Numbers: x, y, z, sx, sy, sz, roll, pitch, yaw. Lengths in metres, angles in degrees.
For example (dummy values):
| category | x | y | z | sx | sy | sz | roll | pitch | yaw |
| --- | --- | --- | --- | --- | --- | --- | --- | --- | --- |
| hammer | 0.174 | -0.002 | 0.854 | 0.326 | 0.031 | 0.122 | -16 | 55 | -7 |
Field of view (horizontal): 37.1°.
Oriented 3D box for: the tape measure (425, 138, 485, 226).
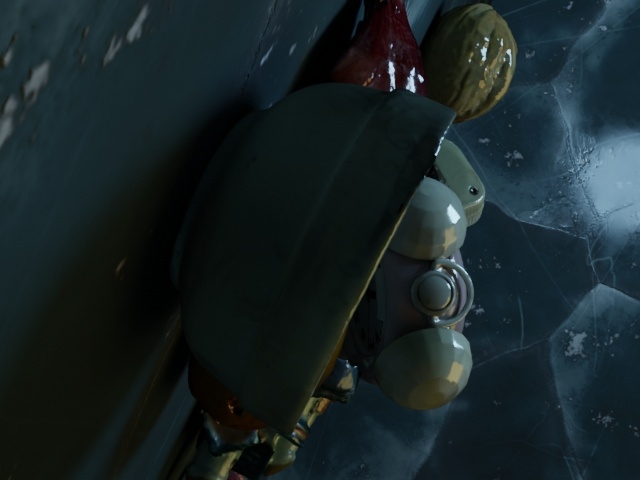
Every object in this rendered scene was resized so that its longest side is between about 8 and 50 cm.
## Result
| category | x | y | z | sx | sy | sz | roll | pitch | yaw |
| --- | --- | --- | --- | --- | --- | --- | --- | --- | --- |
| tape measure | 0.189 | -0.108 | 2.027 | 0.271 | 0.231 | 0.133 | -25 | 152 | -9 |

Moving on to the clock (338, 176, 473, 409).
| category | x | y | z | sx | sy | sz | roll | pitch | yaw |
| --- | --- | --- | --- | --- | --- | --- | --- | --- | --- |
| clock | 0.125 | 0.080 | 1.486 | 0.326 | 0.183 | 0.342 | 167 | -84 | -79 |

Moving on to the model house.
| category | x | y | z | sx | sy | sz | roll | pitch | yaw |
| --- | --- | --- | --- | --- | --- | --- | --- | --- | --- |
| model house | -0.087 | 0.265 | 1.367 | 0.291 | 0.184 | 0.253 | -58 | 177 | -10 |

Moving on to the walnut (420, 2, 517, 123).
| category | x | y | z | sx | sy | sz | roll | pitch | yaw |
| --- | --- | --- | --- | --- | --- | --- | --- | --- | --- |
| walnut | 0.288 | -0.348 | 1.892 | 0.198 | 0.198 | 0.245 | -43 | 155 | -73 |

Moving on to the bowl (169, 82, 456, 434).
| category | x | y | z | sx | sy | sz | roll | pitch | yaw |
| --- | --- | --- | --- | --- | --- | --- | --- | --- | --- |
| bowl | -0.019 | -0.003 | 0.816 | 0.307 | 0.163 | 0.307 | -63 | 174 | -12 |

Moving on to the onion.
| category | x | y | z | sx | sy | sz | roll | pitch | yaw |
| --- | --- | --- | --- | --- | --- | --- | --- | --- | --- |
| onion | 0.052 | -0.150 | 1.032 | 0.227 | 0.120 | 0.284 | -58 | 172 | -79 |

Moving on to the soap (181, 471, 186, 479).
| category | x | y | z | sx | sy | sz | roll | pitch | yaw |
| --- | --- | --- | --- | --- | --- | --- | --- | --- | --- |
| soap | -0.210 | 0.476 | 1.555 | 0.160 | 0.087 | 0.265 | -61 | 173 | -20 |

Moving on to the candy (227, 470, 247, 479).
| category | x | y | z | sx | sy | sz | roll | pitch | yaw |
| --- | --- | --- | --- | --- | --- | --- | --- | --- | --- |
| candy | -0.156 | 0.388 | 1.634 | 0.043 | 0.103 | 0.103 | -19 | 168 | -4 |

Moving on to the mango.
| category | x | y | z | sx | sy | sz | roll | pitch | yaw |
| --- | --- | --- | --- | --- | --- | --- | --- | --- | --- |
| mango | -0.046 | 0.090 | 1.024 | 0.249 | 0.151 | 0.156 | -63 | 172 | 0 |
